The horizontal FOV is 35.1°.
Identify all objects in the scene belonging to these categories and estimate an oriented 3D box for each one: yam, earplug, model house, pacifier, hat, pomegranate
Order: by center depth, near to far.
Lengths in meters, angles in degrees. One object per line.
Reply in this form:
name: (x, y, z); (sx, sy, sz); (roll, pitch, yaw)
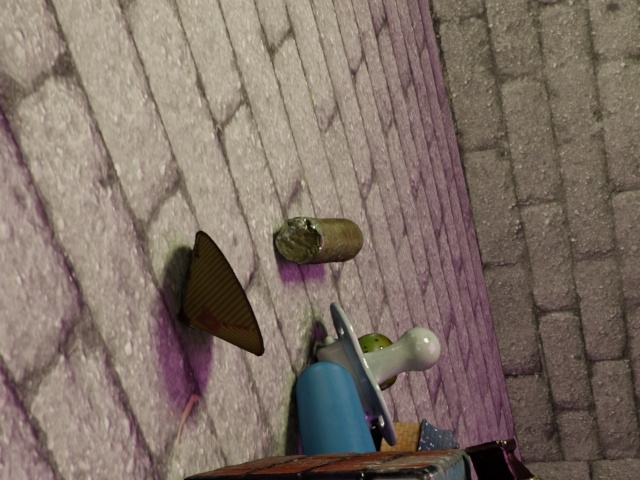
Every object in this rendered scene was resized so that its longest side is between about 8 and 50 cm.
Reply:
hat: (-0.156, 0.088, 1.376); (0.193, 0.082, 0.193); (56, -17, 27)
model house: (0.257, 0.376, 1.418); (0.164, 0.141, 0.203); (40, 16, -36)
earplug: (0.023, 0.321, 1.702); (0.273, 0.132, 0.132); (-103, 172, -45)
yam: (0.000, 0.000, 1.856); (0.259, 0.093, 0.093); (-1, 85, -72)
pacifier: (0.119, 0.237, 1.887); (0.238, 0.226, 0.287); (78, -9, -66)
pomegranate: (0.114, 0.252, 2.066); (0.130, 0.130, 0.130); (-7, 90, -72)
model house: (0.230, 0.512, 2.257); (0.166, 0.172, 0.183); (-79, 156, -46)

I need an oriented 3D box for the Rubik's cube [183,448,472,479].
Rubik's cube: (0.032, 0.467, 1.373); (0.344, 0.343, 0.337); (17, 68, -70)

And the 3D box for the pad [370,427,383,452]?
pad: (0.069, 0.415, 1.905); (0.003, 0.112, 0.157); (47, 30, -17)
